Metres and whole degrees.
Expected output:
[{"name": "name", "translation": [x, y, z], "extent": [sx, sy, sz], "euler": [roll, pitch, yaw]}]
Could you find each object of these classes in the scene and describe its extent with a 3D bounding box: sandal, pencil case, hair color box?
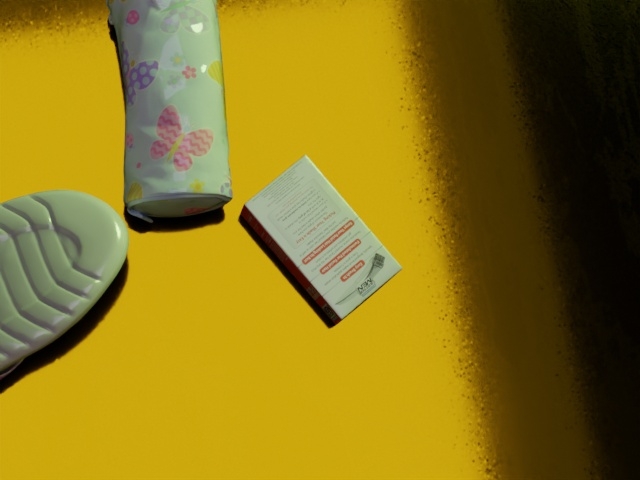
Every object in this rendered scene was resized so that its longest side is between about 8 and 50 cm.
[{"name": "sandal", "translation": [-0.378, 0.100, 1.507], "extent": [0.416, 0.102, 0.169], "euler": [-39, 71, -7]}, {"name": "pencil case", "translation": [-0.166, -0.160, 1.567], "extent": [0.124, 0.113, 0.273], "euler": [-6, 81, 0]}, {"name": "hair color box", "translation": [0.000, 0.000, 1.593], "extent": [0.093, 0.053, 0.167], "euler": [-39, 86, -13]}]
